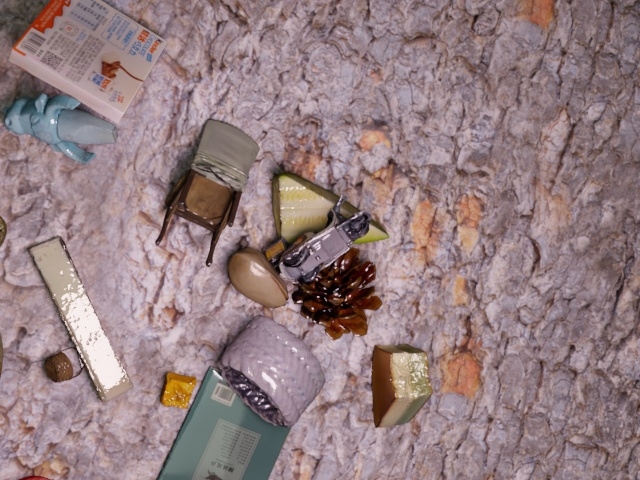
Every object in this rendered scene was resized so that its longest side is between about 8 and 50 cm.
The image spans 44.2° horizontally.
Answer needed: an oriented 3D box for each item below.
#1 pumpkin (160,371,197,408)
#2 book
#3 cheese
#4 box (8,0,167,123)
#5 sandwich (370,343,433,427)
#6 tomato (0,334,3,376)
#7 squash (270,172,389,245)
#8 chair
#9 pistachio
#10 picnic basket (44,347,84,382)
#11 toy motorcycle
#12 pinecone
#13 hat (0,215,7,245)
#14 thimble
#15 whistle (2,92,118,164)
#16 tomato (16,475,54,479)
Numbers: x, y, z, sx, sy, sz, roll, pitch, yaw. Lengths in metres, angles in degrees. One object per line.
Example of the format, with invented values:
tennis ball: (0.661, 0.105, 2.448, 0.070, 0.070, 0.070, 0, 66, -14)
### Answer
pumpkin: (-0.344, 0.359, 1.901, 0.074, 0.054, 0.083, 16, 108, -13)
book: (-0.238, 0.534, 1.946, 0.264, 0.031, 0.380, 27, 84, -14)
cheese: (-0.558, 0.185, 1.839, 0.085, 0.034, 0.401, -26, 96, -18)
box: (-0.511, -0.427, 1.767, 0.264, 0.048, 0.273, 30, 49, -14)
sandwich: (0.203, 0.383, 1.993, 0.108, 0.186, 0.220, 0, 92, -14)
tomato: (-0.833, 0.259, 1.661, 0.303, 0.239, 0.304, 3, 83, -26)
squash: (0.024, -0.096, 1.965, 0.288, 0.111, 0.203, -7, 116, -13)
chair: (-0.267, -0.118, 1.876, 0.160, 0.319, 0.186, 24, 129, -14)
pistachio: (-0.149, 0.093, 1.917, 0.185, 0.126, 0.108, 47, 55, -24)
picnic basket: (-0.590, 0.289, 1.829, 0.083, 0.072, 0.072, -23, 99, -47)
toy motorcycle: (0.000, 0.000, 1.855, 0.263, 0.157, 0.091, -34, 122, 4)
pinecone: (0.043, 0.120, 1.934, 0.228, 0.203, 0.201, 14, 119, -15)
hat: (-0.786, -0.030, 1.762, 0.146, 0.067, 0.146, -24, 139, -23)
thimble: (-0.116, 0.315, 1.872, 0.157, 0.217, 0.246, -47, 111, -26)
whistle: (-0.587, -0.265, 1.767, 0.273, 0.186, 0.093, 13, 54, 8)
tomato: (-0.662, 0.655, 1.758, 0.200, 0.139, 0.233, 45, 36, -38)
